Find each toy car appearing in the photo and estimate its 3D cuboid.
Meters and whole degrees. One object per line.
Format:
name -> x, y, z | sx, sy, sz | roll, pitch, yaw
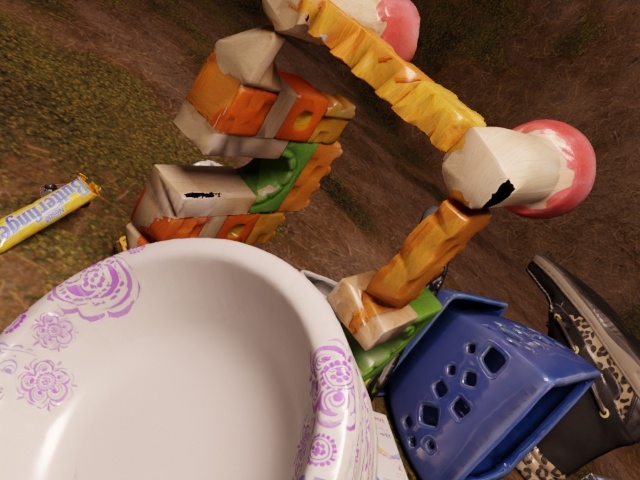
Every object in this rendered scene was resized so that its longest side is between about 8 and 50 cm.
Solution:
toy car -> -0.295, -0.018, 0.676 | 0.060, 0.040, 0.122 | -35, 89, -44

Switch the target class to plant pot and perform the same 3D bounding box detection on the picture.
plant pot -> 0.229, 0.209, 0.817 | 0.236, 0.236, 0.212 | 13, 27, -48

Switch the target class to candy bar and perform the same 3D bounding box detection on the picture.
candy bar -> -0.319, -0.030, 0.617 | 0.040, 0.018, 0.161 | 41, 45, 3

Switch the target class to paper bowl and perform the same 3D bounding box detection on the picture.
paper bowl -> -0.102, 0.148, 0.377 | 0.284, 0.284, 0.148 | 61, -5, 40

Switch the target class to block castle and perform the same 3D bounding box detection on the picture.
block castle -> 0.000, 0.000, 0.561 | 0.303, 0.453, 0.213 | 49, 31, 22

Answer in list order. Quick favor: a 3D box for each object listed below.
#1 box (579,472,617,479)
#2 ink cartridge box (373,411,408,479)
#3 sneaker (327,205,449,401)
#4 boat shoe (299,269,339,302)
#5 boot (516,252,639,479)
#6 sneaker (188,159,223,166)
box -> 0.397, 0.411, 0.784 | 0.233, 0.159, 0.044 | 26, 26, -32
ink cartridge box -> 0.049, 0.262, 0.656 | 0.089, 0.052, 0.122 | 26, 25, -29
sneaker -> 0.079, 0.079, 0.754 | 0.121, 0.299, 0.111 | 31, 2, 23
boat shoe -> 0.048, 0.115, 0.886 | 0.258, 0.084, 0.095 | 20, 29, -39
boot -> 0.415, 0.228, 0.987 | 0.138, 0.284, 0.377 | 21, 30, -36
sneaker -> -0.133, -0.080, 0.985 | 0.234, 0.078, 0.106 | 0, 47, -52
